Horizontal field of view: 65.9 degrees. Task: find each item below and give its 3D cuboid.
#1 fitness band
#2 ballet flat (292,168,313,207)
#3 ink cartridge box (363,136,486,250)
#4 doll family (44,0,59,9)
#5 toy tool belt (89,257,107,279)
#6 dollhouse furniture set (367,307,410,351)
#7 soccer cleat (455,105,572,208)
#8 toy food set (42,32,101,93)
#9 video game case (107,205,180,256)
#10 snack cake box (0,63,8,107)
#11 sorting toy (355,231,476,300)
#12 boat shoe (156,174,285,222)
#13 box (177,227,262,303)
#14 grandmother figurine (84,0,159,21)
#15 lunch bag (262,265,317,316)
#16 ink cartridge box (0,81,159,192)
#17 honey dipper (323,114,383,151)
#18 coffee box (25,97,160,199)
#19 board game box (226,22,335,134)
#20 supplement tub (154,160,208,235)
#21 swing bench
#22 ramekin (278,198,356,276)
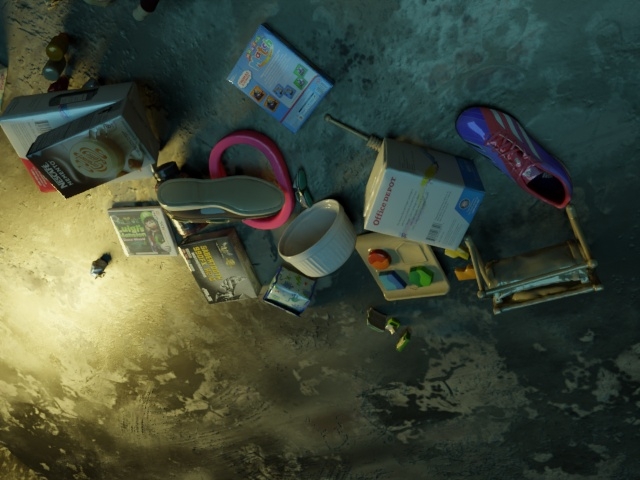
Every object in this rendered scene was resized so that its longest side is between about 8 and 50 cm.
[{"bbox_3d":[-0.185,-0.157,1.340,0.208,0.054,0.291,-8,121,19],"label":"fitness band"},{"bbox_3d":[-0.054,-0.138,1.329,0.041,0.041,0.114,-7,119,18],"label":"ballet flat"},{"bbox_3d":[0.235,-0.112,1.176,0.232,0.168,0.171,14,126,-5],"label":"ink cartridge box"},{"bbox_3d":[-0.639,-0.621,1.137,0.193,0.076,0.111,-22,118,32],"label":"doll family"},{"bbox_3d":[-0.752,0.103,1.654,0.052,0.051,0.083,27,125,-4],"label":"toy tool belt"},{"bbox_3d":[0.197,0.275,1.510,0.151,0.076,0.059,28,124,-5],"label":"dollhouse furniture set"},{"bbox_3d":[0.444,-0.190,1.119,0.318,0.116,0.109,34,124,-9],"label":"soccer cleat"},{"bbox_3d":[-0.632,-0.408,1.285,0.111,0.105,0.232,-23,133,12],"label":"toy food set"},{"bbox_3d":[-0.550,-0.026,1.537,0.190,0.022,0.173,-1,122,15],"label":"video game case"},{"bbox_3d":[-0.999,-0.466,1.324,0.264,0.089,0.152,32,122,-8],"label":"snack cake box"},{"bbox_3d":[0.260,0.063,1.337,0.307,0.041,0.229,-12,119,37],"label":"sorting toy"},{"bbox_3d":[-0.255,-0.098,1.297,0.324,0.117,0.097,0,153,-6],"label":"boat shoe"},{"bbox_3d":[-0.308,0.084,1.526,0.183,0.056,0.231,-9,120,20],"label":"box"},{"bbox_3d":[-0.393,-0.573,1.025,0.342,0.104,0.208,15,144,34],"label":"grandmother figurine"},{"bbox_3d":[-0.101,0.169,1.512,0.128,0.096,0.151,26,139,-6],"label":"lunch bag"},{"bbox_3d":[-0.599,-0.262,1.263,0.306,0.131,0.226,-9,132,-3],"label":"ink cartridge box"},{"bbox_3d":[0.080,-0.267,1.216,0.160,0.030,0.030,26,125,-2],"label":"honey dipper"},{"bbox_3d":[-0.529,-0.214,1.164,0.246,0.098,0.141,-21,131,7],"label":"coffee box"},{"bbox_3d":[-0.096,-0.382,1.179,0.211,0.039,0.160,37,123,-12],"label":"board game box"},{"bbox_3d":[-0.394,-0.120,1.386,0.106,0.106,0.198,-11,119,20],"label":"supplement tub"},{"bbox_3d":[0.515,0.068,1.186,0.253,0.165,0.254,-20,147,25],"label":"swing bench"},{"bbox_3d":[0.000,0.000,1.310,0.207,0.207,0.109,-28,121,28],"label":"ramekin"}]
